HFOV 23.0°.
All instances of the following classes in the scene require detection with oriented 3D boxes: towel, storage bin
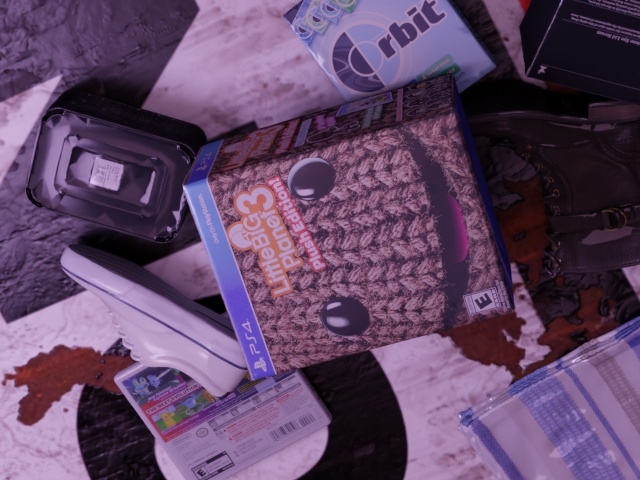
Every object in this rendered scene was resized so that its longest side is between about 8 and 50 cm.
[{"bbox_3d":[0.332,0.224,1.873,0.285,0.034,0.209,-31,105,14],"label":"towel"},{"bbox_3d":[-0.230,-0.085,1.777,0.180,0.084,0.122,16,111,-2],"label":"storage bin"}]

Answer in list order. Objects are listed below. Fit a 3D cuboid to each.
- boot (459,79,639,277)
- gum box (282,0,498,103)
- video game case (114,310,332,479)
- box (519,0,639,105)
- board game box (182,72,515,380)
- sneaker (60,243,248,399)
[{"bbox_3d":[0.259,-0.059,1.750,0.263,0.091,0.229,-1,118,12],"label":"boot"},{"bbox_3d":[0.076,-0.220,1.714,0.157,0.041,0.184,-36,96,16],"label":"gum box"},{"bbox_3d":[-0.117,0.190,1.901,0.201,0.023,0.183,-29,105,15],"label":"video game case"},{"bbox_3d":[0.361,-0.234,1.620,0.261,0.103,0.184,13,128,-10],"label":"box"},{"bbox_3d":[0.035,-0.015,1.663,0.291,0.141,0.232,-16,108,10],"label":"board game box"},{"bbox_3d":[-0.198,0.097,1.821,0.258,0.094,0.091,31,100,4],"label":"sneaker"}]
